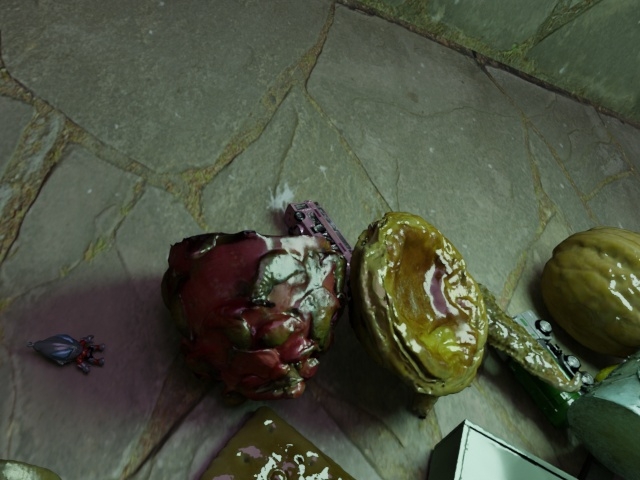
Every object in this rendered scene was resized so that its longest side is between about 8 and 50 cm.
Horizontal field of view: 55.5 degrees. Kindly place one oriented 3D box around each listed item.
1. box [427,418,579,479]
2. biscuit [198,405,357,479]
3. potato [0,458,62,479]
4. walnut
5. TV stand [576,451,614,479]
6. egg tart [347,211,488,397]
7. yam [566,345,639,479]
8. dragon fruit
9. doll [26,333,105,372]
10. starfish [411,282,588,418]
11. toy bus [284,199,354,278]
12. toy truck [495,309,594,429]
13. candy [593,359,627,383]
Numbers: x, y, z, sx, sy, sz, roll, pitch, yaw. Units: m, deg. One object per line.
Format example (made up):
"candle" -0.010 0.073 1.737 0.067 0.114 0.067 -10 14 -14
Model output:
"box" 0.282 0.453 0.976 0.225 0.117 0.225 29 42 0
"biscuit" -0.020 0.409 0.902 0.325 0.044 0.217 38 40 9
"potato" -0.437 0.317 0.707 0.261 0.100 0.120 10 44 -21
"walnut" 0.684 0.112 1.425 0.333 0.333 0.333 16 43 -16
"TV stand" 0.561 0.438 1.209 0.049 0.040 0.256 43 43 13
"egg tart" 0.159 0.119 1.084 0.352 0.150 0.352 25 52 -38
"yam" 0.649 0.296 1.143 0.348 0.241 0.241 -29 66 -28
"dragon fruit" -0.117 0.131 0.981 0.314 0.296 0.263 2 82 -41
"doll" -0.388 0.168 0.931 0.114 0.039 0.057 17 76 -31
"starfish" 0.268 0.178 1.217 0.324 0.082 0.432 -20 57 -23
"toy bus" 0.000 0.000 1.301 0.090 0.063 0.203 -16 56 -33
"toy truck" 0.463 0.271 1.276 0.125 0.101 0.242 -12 56 -34
"candy" 0.700 0.319 1.373 0.199 0.094 0.106 0 50 -21
